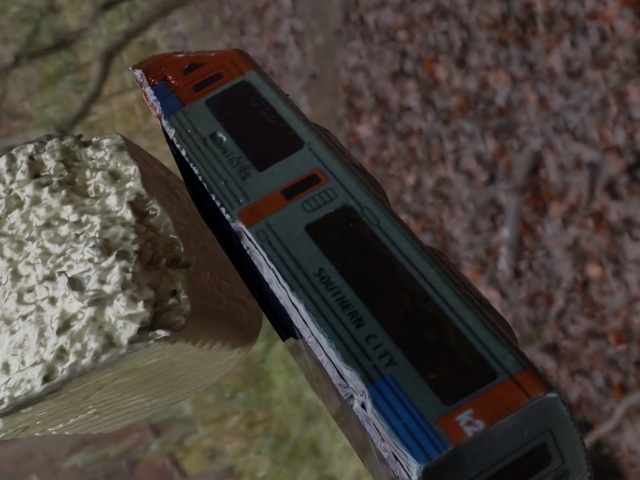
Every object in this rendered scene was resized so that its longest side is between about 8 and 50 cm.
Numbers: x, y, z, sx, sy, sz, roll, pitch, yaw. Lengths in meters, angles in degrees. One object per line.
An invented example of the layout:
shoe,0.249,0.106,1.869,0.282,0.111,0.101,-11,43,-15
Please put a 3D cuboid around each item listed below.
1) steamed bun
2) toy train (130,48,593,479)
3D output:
steamed bun,-0.222,0.038,1.277,0.273,0.290,0.272,16,-124,-59
toy train,0.000,0.000,0.685,0.409,0.089,0.086,53,171,51
